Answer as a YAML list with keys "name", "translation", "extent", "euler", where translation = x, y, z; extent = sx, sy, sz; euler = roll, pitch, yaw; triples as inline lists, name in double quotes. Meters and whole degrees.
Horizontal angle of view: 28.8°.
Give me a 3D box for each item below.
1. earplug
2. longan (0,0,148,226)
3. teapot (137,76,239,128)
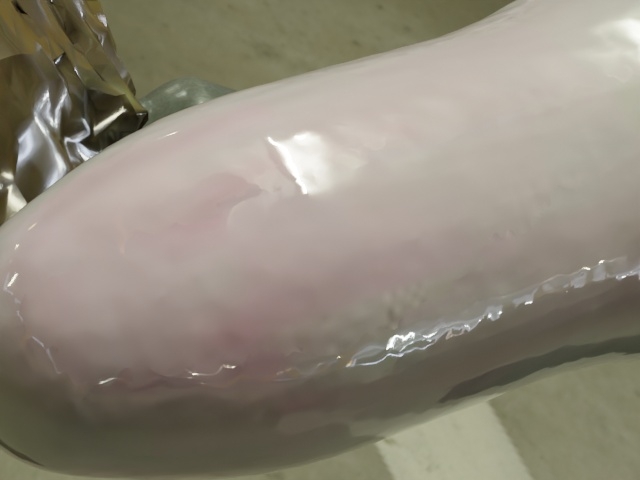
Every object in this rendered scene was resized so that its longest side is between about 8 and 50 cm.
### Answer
- name: "earplug"
  translation: [0.011, 0.002, 0.458]
  extent: [0.301, 0.172, 0.172]
  euler: [-16, 53, -32]
- name: "longan"
  translation: [-0.300, -0.065, 0.822]
  extent: [0.391, 0.391, 0.391]
  euler: [24, 31, -15]
- name: "teapot"
  translation: [0.000, 0.000, 1.105]
  extent: [0.344, 0.253, 0.300]
  euler: [0, 40, -17]
